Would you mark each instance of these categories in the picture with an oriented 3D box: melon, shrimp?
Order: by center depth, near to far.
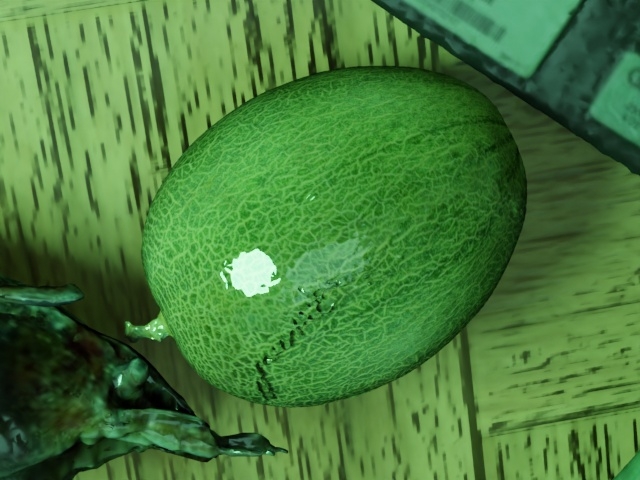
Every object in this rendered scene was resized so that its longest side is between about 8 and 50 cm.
[{"bbox_3d":[-0.226,0.060,0.689,0.410,0.221,0.166,25,77,3],"label":"shrimp"},{"bbox_3d":[0.000,0.000,0.711,0.192,0.139,0.139,-28,110,-3],"label":"melon"}]

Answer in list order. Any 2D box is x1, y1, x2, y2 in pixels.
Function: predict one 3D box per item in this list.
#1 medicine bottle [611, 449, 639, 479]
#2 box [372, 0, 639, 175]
[{"bbox_3d":[0.187,0.238,0.767,0.236,0.236,0.406,37,99,-18],"label":"medicine bottle"},{"bbox_3d":[0.111,-0.173,0.713,0.350,0.058,0.211,30,103,-16],"label":"box"}]
